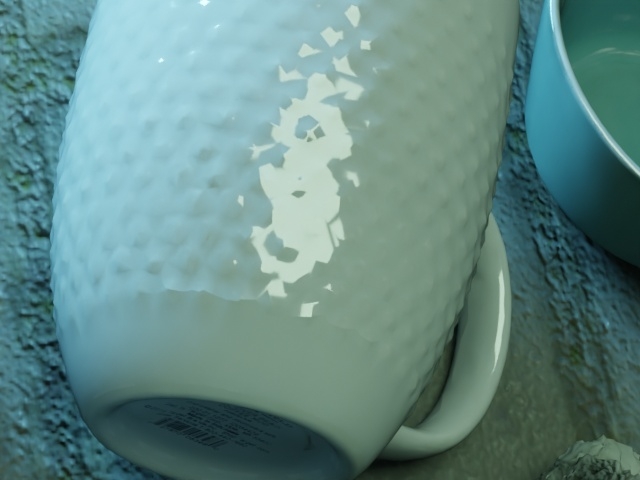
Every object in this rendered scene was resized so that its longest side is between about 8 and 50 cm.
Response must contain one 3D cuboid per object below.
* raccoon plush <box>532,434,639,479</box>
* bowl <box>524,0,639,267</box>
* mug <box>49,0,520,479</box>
[{"bbox_3d":[0.005,0.238,1.209,0.299,0.216,0.446,25,26,7],"label":"raccoon plush"},{"bbox_3d":[0.277,-0.098,1.466,0.311,0.163,0.311,10,61,-18],"label":"bowl"},{"bbox_3d":[0.000,0.000,1.260,0.374,0.276,0.328,35,55,-40],"label":"mug"}]
